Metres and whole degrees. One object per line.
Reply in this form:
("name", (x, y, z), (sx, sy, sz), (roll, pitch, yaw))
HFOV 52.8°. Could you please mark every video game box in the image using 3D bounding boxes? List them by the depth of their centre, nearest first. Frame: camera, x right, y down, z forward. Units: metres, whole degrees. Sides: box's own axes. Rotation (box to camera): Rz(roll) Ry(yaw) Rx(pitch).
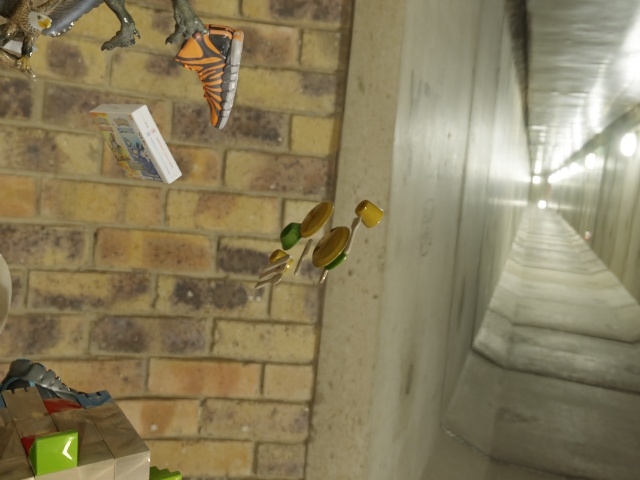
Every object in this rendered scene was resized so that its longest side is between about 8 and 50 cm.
("video game box", (-0.436, -0.230, 1.519), (0.205, 0.187, 0.048), (12, -137, 44))

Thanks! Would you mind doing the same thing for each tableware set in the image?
("tableware set", (0.000, 0.000, 0.645), (0.024, 0.104, 0.154), (40, 140, -23))

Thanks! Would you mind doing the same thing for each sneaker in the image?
("sneaker", (-0.598, 0.407, 1.501), (0.125, 0.140, 0.341), (-10, 138, 47))
("sneaker", (-0.332, -0.482, 1.871), (0.180, 0.321, 0.124), (10, -142, -7))

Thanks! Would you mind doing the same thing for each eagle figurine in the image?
("eagle figurine", (-0.604, -0.501, 1.370), (0.225, 0.298, 0.226), (28, -178, 9))

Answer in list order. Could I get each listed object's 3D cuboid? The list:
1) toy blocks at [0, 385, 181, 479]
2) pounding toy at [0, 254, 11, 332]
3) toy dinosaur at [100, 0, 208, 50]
("toy blocks", (-0.419, 0.298, 0.885), (0.381, 0.191, 0.261), (-3, -164, -35))
("pounding toy", (-0.580, 0.108, 0.966), (0.110, 0.183, 0.237), (7, -141, 7))
("toy dinosaur", (-0.156, -0.225, 0.542), (0.268, 0.118, 0.064), (19, -138, 41))
